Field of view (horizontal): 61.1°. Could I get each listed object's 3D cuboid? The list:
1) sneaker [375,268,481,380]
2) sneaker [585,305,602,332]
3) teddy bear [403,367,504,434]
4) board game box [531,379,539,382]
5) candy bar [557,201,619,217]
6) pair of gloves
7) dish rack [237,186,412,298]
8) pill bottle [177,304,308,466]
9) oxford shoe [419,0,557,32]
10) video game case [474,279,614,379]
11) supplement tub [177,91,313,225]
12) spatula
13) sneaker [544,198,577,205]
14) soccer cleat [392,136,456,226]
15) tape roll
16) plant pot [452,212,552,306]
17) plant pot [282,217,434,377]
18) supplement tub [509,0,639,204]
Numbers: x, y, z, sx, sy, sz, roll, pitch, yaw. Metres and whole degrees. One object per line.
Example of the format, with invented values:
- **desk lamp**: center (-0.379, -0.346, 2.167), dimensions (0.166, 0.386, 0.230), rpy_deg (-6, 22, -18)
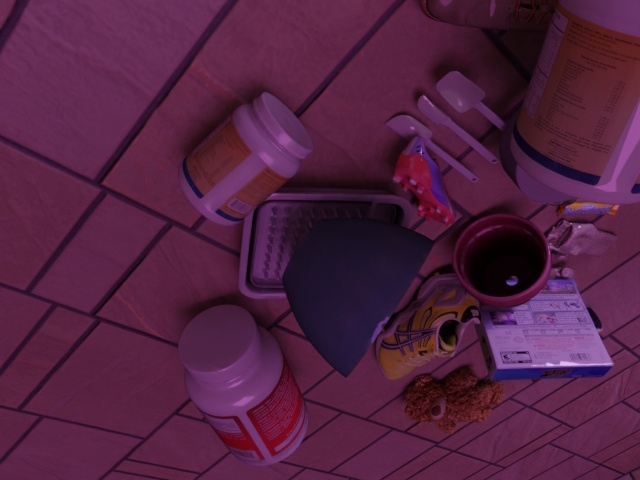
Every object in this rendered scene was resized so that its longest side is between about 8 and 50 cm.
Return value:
- **sneaker**: center (0.256, 0.244, 1.356), dimensions (0.145, 0.147, 0.385), rpy_deg (7, 130, -23)
- **sneaker**: center (0.632, 0.228, 1.478), dimensions (0.291, 0.110, 0.118), rpy_deg (15, 135, -26)
- **teddy bear**: center (0.421, 0.501, 1.662), dimensions (0.337, 0.113, 0.245), rpy_deg (28, 117, -34)
- **board game box**: center (0.501, 0.261, 1.437), dimensions (0.027, 0.145, 0.281), rpy_deg (-32, 132, 20)
- **candy bar**: center (0.617, -0.073, 1.250), dimensions (0.161, 0.018, 0.040), rpy_deg (-2, 132, -14)
- **pair of gloves**: center (0.600, 0.053, 1.345), dimensions (0.204, 0.042, 0.240), rpy_deg (16, 125, -27)
- **dish rack**: center (0.000, 0.000, 1.115), dimensions (0.332, 0.072, 0.286), rpy_deg (0, 133, -15)
- **pill bottle**: center (-0.178, 0.342, 1.273), dimensions (0.228, 0.229, 0.408), rpy_deg (-16, 134, 0)
- **oxford shoe**: center (0.327, -0.374, 0.817), dimensions (0.347, 0.130, 0.123), rpy_deg (-8, 133, -7)
- **video game case**: center (0.506, 0.206, 1.284), dimensions (0.269, 0.245, 0.061), rpy_deg (0, 138, -4)
- **supplement tub**: center (-0.124, -0.134, 0.907), dimensions (0.199, 0.144, 0.144), rpy_deg (-38, 130, 20)
- **spatula**: center (0.263, -0.198, 0.998), dimensions (0.241, 0.019, 0.168), rpy_deg (29, 134, -27)
- **sneaker**: center (0.489, -0.099, 1.143), dimensions (0.192, 0.086, 0.064), rpy_deg (20, 124, -30)
- **soccer cleat**: center (0.220, -0.107, 1.071), dimensions (0.248, 0.083, 0.095), rpy_deg (36, 75, -50)
- **tape roll**: center (0.441, -0.176, 0.980), dimensions (0.218, 0.072, 0.219), rpy_deg (-8, 133, -9)
- **plant pot**: center (0.414, 0.064, 1.215), dimensions (0.201, 0.202, 0.180), rpy_deg (-30, 148, 13)
- **plant pot**: center (0.046, 0.071, 0.988), dimensions (0.195, 0.290, 0.290), rpy_deg (34, 124, 7)
- **supplement tub**: center (0.408, -0.232, 0.721), dimensions (0.228, 0.228, 0.317), rpy_deg (-3, 130, -12)
